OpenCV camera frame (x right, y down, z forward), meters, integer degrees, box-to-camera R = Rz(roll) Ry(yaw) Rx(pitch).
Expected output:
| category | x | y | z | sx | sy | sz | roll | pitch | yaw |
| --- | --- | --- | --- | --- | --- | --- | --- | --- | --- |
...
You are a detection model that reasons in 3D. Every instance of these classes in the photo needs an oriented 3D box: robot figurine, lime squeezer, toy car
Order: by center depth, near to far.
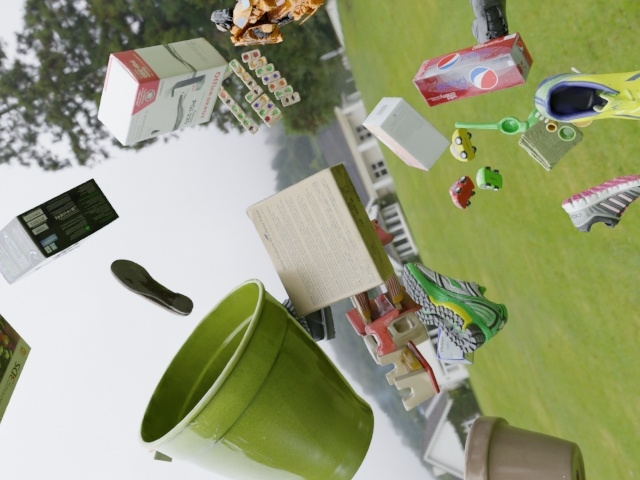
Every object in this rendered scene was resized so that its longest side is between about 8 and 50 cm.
| category | x | y | z | sx | sy | sz | roll | pitch | yaw |
| --- | --- | --- | --- | --- | --- | --- | --- | --- | --- |
| robot figurine | -0.112 | -0.486 | 1.408 | 0.291 | 0.211 | 0.085 | 174 | 85 | -67 |
| lime squeezer | 0.525 | -0.334 | 1.769 | 0.059 | 0.311 | 0.109 | 74 | 177 | -63 |
| toy car | 0.441 | -0.186 | 1.892 | 0.225 | 0.053 | 0.238 | 14 | -106 | -41 |

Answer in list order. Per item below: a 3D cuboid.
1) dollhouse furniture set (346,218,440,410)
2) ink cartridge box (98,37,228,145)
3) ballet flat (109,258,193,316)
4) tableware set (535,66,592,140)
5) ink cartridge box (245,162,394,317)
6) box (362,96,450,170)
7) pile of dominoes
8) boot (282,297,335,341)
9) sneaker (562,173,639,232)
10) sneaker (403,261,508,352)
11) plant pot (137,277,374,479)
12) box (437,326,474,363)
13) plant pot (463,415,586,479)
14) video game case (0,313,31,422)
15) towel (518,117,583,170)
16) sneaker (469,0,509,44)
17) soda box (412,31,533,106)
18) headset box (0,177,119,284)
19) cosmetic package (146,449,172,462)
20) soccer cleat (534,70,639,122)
| category | x | y | z | sx | sy | sz | roll | pitch | yaw |
| --- | --- | --- | --- | --- | --- | --- | --- | --- | --- |
| dollhouse furniture set | 0.140 | 0.131 | 1.332 | 0.201 | 0.152 | 0.374 | 66 | 175 | -27 |
| ink cartridge box | -0.303 | -0.292 | 1.285 | 0.092 | 0.158 | 0.218 | 46 | -135 | 15 |
| ballet flat | -0.459 | 0.135 | 1.788 | 0.250 | 0.058 | 0.084 | 32 | -130 | -13 |
| tableware set | 0.513 | -0.271 | 1.350 | 0.104 | 0.154 | 0.024 | 34 | -126 | 4 |
| ink cartridge box | 0.000 | 0.000 | 1.243 | 0.234 | 0.193 | 0.088 | 65 | -155 | -5 |
| box | 0.209 | -0.263 | 1.621 | 0.170 | 0.091 | 0.130 | 38 | 180 | -19 |
| pile of dominoes | -0.208 | -0.470 | 2.050 | 0.251 | 0.196 | 0.040 | 50 | -177 | 9 |
| boot | -0.107 | 0.206 | 2.148 | 0.131 | 0.260 | 0.347 | 180 | 77 | -73 |
| sneaker | 0.514 | -0.063 | 1.158 | 0.063 | 0.171 | 0.074 | -101 | -9 | -80 |
| sneaker | 0.330 | 0.152 | 1.673 | 0.343 | 0.146 | 0.134 | 41 | 148 | 49 |
| plant pot | -0.095 | 0.323 | 1.284 | 0.353 | 0.366 | 0.366 | 38 | -160 | -17 |
| box | 0.361 | 0.259 | 1.750 | 0.137 | 0.072 | 0.126 | 32 | -120 | -61 |
| plant pot | 0.491 | 0.547 | 1.554 | 0.263 | 0.229 | 0.263 | 22 | -117 | -55 |
| video game case | -0.547 | 0.157 | 0.999 | 0.210 | 0.042 | 0.232 | -103 | -12 | -60 |
| towel | 0.544 | -0.242 | 1.560 | 0.110 | 0.148 | 0.027 | 48 | 161 | 3 |
| sneaker | 0.468 | -0.597 | 1.786 | 0.286 | 0.109 | 0.130 | 44 | -149 | -64 |
| soda box | 0.358 | -0.400 | 1.567 | 0.092 | 0.263 | 0.083 | 48 | -125 | -33 |
| headset box | -0.725 | -0.020 | 1.771 | 0.246 | 0.283 | 0.131 | -40 | -78 | -46 |
| cosmetic package | -0.416 | 0.528 | 1.767 | 0.060 | 0.041 | 0.115 | 27 | -112 | -37 |
| soccer cleat | 0.508 | -0.238 | 1.102 | 0.121 | 0.289 | 0.093 | -57 | -36 | -63 |
